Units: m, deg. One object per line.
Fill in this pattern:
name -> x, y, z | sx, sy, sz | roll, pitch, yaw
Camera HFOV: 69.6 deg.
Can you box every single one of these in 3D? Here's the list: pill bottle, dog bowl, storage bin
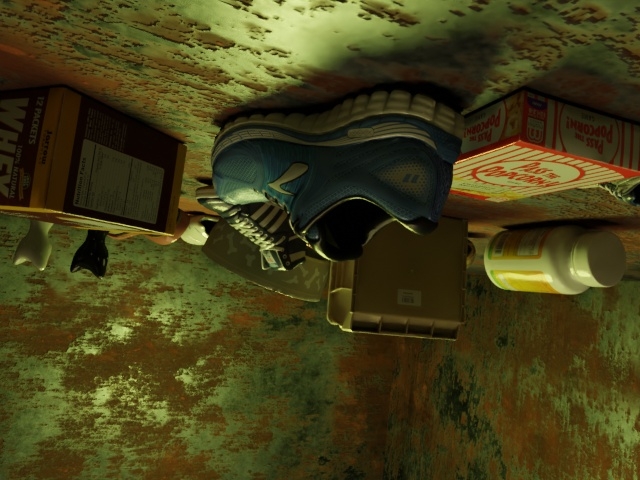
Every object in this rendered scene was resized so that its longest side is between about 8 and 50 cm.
pill bottle -> 0.467, 0.039, 0.934 | 0.136, 0.136, 0.245 | 9, 174, -21
dog bowl -> -0.131, 0.036, 1.199 | 0.348, 0.102, 0.349 | 25, -176, -2
storage bin -> 0.164, 0.067, 0.971 | 0.262, 0.261, 0.123 | 9, 170, -19

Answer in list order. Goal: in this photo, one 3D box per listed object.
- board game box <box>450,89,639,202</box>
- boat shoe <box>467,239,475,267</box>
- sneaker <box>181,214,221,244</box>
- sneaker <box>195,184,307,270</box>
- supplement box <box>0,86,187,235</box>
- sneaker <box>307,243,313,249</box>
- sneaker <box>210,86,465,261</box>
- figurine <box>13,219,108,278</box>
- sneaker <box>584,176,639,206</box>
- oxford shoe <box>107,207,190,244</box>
board game box -> 0.192, -0.084, 0.472 | 0.146, 0.045, 0.193 | 8, 174, -18
boat shoe -> 0.244, 0.022, 1.209 | 0.323, 0.123, 0.120 | -2, 168, 7
sneaker -> -0.286, -0.016, 1.444 | 0.297, 0.111, 0.129 | 10, 168, -38
sneaker -> -0.130, -0.019, 0.951 | 0.282, 0.153, 0.099 | 11, 172, -41
supplement box -> -0.315, -0.088, 0.584 | 0.191, 0.129, 0.194 | 4, 174, 23
sneaker -> 0.000, 0.001, 1.337 | 0.144, 0.090, 0.270 | 4, 177, -4
sneaker -> -0.015, -0.055, 0.491 | 0.129, 0.147, 0.330 | 12, 173, -44
figurine -> -0.526, -0.035, 0.951 | 0.214, 0.210, 0.092 | 6, 174, 8
sneaker -> 0.315, -0.063, 0.476 | 0.052, 0.058, 0.135 | 8, 175, -16
oxford shoe -> -0.464, -0.081, 1.100 | 0.348, 0.123, 0.130 | 4, 148, 34
